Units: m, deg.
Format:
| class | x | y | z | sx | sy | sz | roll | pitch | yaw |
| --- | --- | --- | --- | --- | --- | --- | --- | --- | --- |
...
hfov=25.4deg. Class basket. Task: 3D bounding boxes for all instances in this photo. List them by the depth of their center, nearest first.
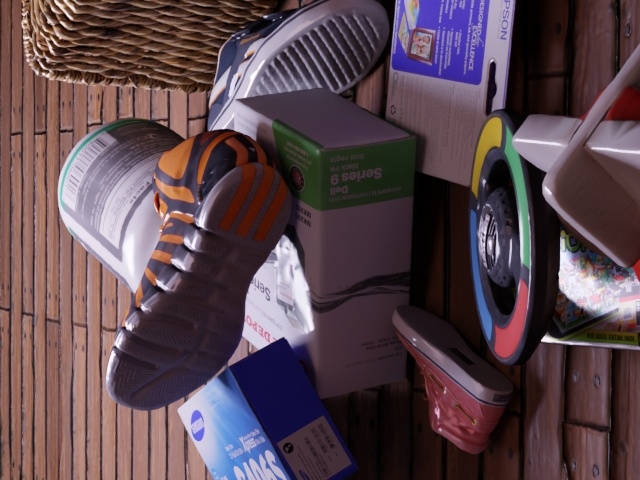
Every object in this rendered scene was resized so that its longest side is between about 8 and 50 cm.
| class | x | y | z | sx | sy | sz | roll | pitch | yaw |
| --- | --- | --- | --- | --- | --- | --- | --- | --- | --- |
| basket | -0.224 | -0.338 | 1.794 | 0.223 | 0.299 | 0.213 | -56 | 45 | 43 |

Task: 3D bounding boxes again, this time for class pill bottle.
| class | x | y | z | sx | sy | sz | roll | pitch | yaw |
| --- | --- | --- | --- | --- | --- | --- | --- | --- | --- |
| pill bottle | -0.185 | -0.017 | 1.830 | 0.361 | 0.204 | 0.204 | 35 | 120 | 53 |

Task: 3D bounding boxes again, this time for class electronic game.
| class | x | y | z | sx | sy | sz | roll | pitch | yaw |
| --- | --- | --- | --- | --- | --- | --- | --- | --- | --- |
| electronic game | 0.166 | -0.003 | 1.267 | 0.229 | 0.048 | 0.229 | 178 | 90 | -83 |

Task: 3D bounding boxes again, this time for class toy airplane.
| class | x | y | z | sx | sy | sz | roll | pitch | yaw |
| --- | --- | --- | --- | --- | --- | --- | --- | --- | --- |
| toy airplane | 0.313 | 0.015 | 0.958 | 0.386 | 0.272 | 0.384 | 50 | 165 | 28 |

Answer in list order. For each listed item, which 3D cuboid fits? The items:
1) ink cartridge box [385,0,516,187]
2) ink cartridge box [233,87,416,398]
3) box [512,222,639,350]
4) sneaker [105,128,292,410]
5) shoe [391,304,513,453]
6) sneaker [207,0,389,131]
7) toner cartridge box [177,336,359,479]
| class | x | y | z | sx | sy | sz | roll | pitch | yaw |
| --- | --- | --- | --- | --- | --- | --- | --- | --- | --- |
| ink cartridge box | 0.141 | -0.162 | 1.444 | 0.208 | 0.045 | 0.206 | 24 | 112 | 58 |
| ink cartridge box | 0.000 | 0.000 | 1.565 | 0.211 | 0.121 | 0.289 | 34 | 129 | 55 |
| box | 0.242 | 0.039 | 1.292 | 0.207 | 0.036 | 0.114 | -2 | 89 | 59 |
| sneaker | -0.145 | 0.023 | 1.551 | 0.321 | 0.124 | 0.180 | -57 | 32 | 15 |
| shoe | 0.122 | 0.142 | 1.462 | 0.178 | 0.063 | 0.081 | 42 | 121 | 44 |
| sneaker | -0.040 | -0.215 | 1.665 | 0.321 | 0.126 | 0.127 | -40 | 44 | 42 |
| toner cartridge box | -0.070 | 0.227 | 1.637 | 0.165 | 0.075 | 0.348 | 61 | 160 | 6 |
